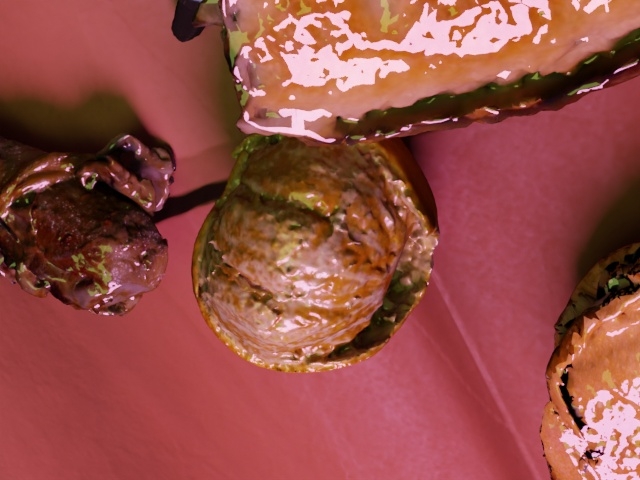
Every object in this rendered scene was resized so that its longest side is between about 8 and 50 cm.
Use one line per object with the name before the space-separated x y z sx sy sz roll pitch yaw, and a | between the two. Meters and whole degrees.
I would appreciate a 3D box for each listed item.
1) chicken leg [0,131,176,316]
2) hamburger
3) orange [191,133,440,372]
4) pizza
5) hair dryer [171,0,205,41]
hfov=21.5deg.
chicken leg | -0.179 -0.027 1.048 0.196 0.080 0.125 21 114 17
hamburger | 0.231 0.092 0.943 0.231 0.107 0.231 11 122 19
orange | 0.000 0.000 0.945 0.134 0.156 0.157 17 123 -1
pizza | 0.088 -0.189 0.786 0.435 0.080 0.392 20 124 -10
hair dryer | -0.045 -0.210 0.904 0.114 0.070 0.248 32 133 -1
